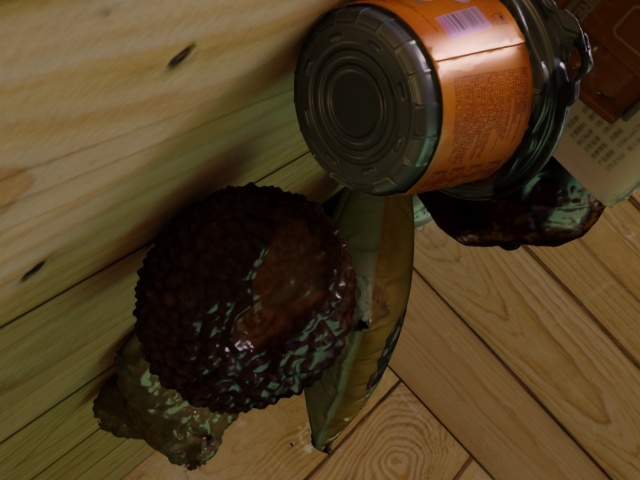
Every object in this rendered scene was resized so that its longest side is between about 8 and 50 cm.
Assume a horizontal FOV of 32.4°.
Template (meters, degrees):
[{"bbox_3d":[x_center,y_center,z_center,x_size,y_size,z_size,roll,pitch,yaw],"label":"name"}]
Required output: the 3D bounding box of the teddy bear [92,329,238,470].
[{"bbox_3d":[-0.123,0.142,1.286,0.256,0.156,0.267,-42,173,-28],"label":"teddy bear"}]

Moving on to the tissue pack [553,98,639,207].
[{"bbox_3d":[0.355,-0.244,1.136,0.194,0.266,0.356,-38,173,-42],"label":"tissue pack"}]

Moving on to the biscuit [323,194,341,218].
[{"bbox_3d":[0.000,0.000,1.576,0.194,0.053,0.194,-43,174,-6],"label":"biscuit"}]

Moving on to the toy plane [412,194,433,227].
[{"bbox_3d":[0.121,-0.051,1.736,0.245,0.117,0.244,-42,173,-6],"label":"toy plane"}]

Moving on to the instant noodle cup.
[{"bbox_3d":[0.063,-0.101,0.751,0.125,0.177,0.208,-20,174,-41],"label":"instant noodle cup"}]

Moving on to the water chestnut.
[{"bbox_3d":[0.252,-0.124,1.442,0.289,0.289,0.244,-43,146,4],"label":"water chestnut"}]

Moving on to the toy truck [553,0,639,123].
[{"bbox_3d":[0.304,-0.270,0.868,0.173,0.207,0.387,-40,173,-33],"label":"toy truck"}]

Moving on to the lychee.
[{"bbox_3d":[-0.062,0.040,0.891,0.188,0.188,0.188,-42,175,-5],"label":"lychee"}]

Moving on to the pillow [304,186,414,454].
[{"bbox_3d":[0.048,0.063,1.377,0.310,0.119,0.312,101,-1,-50],"label":"pillow"}]
